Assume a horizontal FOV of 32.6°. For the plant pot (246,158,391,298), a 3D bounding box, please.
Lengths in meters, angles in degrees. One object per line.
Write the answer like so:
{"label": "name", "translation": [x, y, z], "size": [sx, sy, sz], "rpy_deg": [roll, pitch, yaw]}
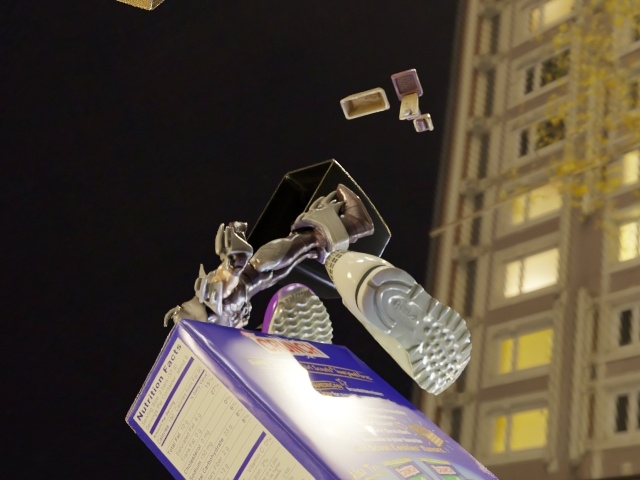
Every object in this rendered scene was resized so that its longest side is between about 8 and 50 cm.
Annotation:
{"label": "plant pot", "translation": [0.000, 0.000, 1.801], "size": [0.167, 0.187, 0.188], "rpy_deg": [37, -109, -19]}

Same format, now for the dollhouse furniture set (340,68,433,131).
{"label": "dollhouse furniture set", "translation": [0.091, -0.169, 1.535], "size": [0.081, 0.114, 0.091], "rpy_deg": [-80, -28, -55]}

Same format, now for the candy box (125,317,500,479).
{"label": "candy box", "translation": [0.024, 0.213, 0.965], "size": [0.317, 0.122, 0.268], "rpy_deg": [41, -165, 34]}

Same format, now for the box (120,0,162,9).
{"label": "box", "translation": [-0.215, -0.300, 1.096], "size": [0.201, 0.021, 0.164], "rpy_deg": [20, -134, 15]}

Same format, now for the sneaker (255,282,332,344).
{"label": "sneaker", "translation": [-0.057, 0.157, 1.605], "size": [0.102, 0.293, 0.146], "rpy_deg": [-23, -135, -20]}

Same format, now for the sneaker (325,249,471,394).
{"label": "sneaker", "translation": [0.092, 0.089, 1.256], "size": [0.090, 0.095, 0.235], "rpy_deg": [-49, -50, -13]}

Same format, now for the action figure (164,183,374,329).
{"label": "action figure", "translation": [-0.074, 0.036, 1.353], "size": [0.285, 0.185, 0.099], "rpy_deg": [-32, -108, -25]}
